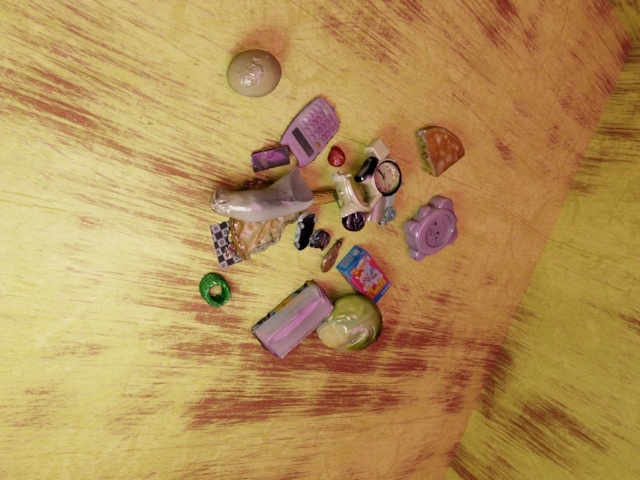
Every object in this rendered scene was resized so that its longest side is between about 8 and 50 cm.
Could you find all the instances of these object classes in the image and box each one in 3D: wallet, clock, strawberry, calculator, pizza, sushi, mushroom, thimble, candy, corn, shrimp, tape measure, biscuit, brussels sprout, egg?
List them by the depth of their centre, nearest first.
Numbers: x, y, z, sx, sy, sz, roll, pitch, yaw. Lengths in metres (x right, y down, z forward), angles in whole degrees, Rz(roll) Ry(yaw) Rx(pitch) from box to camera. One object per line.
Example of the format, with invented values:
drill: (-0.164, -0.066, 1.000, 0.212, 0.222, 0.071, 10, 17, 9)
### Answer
egg: (-0.234, -0.588, 1.466, 0.201, 0.164, 0.165, -23, 118, -24)
mushroom: (-0.222, -0.154, 1.574, 0.396, 0.126, 0.178, -21, 78, -34)
wallet: (-0.199, -0.324, 1.645, 0.156, 0.018, 0.082, -14, 123, -12)
thimble: (-0.422, 0.201, 1.666, 0.130, 0.090, 0.118, 36, 88, -36)
sushi: (-0.360, 0.012, 1.677, 0.139, 0.031, 0.201, -22, 118, -26)
biscuit: (-0.222, -0.087, 1.699, 0.334, 0.078, 0.330, -2, 100, -36)
calculator: (-0.038, -0.455, 1.724, 0.294, 0.043, 0.194, -50, 126, -14)
strawberry: (0.070, -0.365, 1.807, 0.083, 0.083, 0.097, -10, 80, -31)
clock: (0.191, -0.246, 1.820, 0.379, 0.120, 0.277, -46, 115, -19)
corn: (0.000, -0.189, 1.826, 0.207, 0.068, 0.068, -9, 112, -31)
tape measure: (0.001, -0.002, 1.904, 0.091, 0.054, 0.094, 18, 102, -39)
shrimp: (0.056, 0.070, 1.979, 0.190, 0.042, 0.101, -60, 148, -2)
brussels sprout: (0.152, 0.415, 2.009, 0.344, 0.268, 0.344, -35, 147, -28)
candy: (0.223, 0.182, 2.095, 0.157, 0.100, 0.306, -49, 126, -11)
pizza: (0.623, -0.496, 2.129, 0.268, 0.087, 0.258, -35, 119, -20)
clock: (0.600, -0.058, 2.255, 0.322, 0.113, 0.296, -32, 122, -19)

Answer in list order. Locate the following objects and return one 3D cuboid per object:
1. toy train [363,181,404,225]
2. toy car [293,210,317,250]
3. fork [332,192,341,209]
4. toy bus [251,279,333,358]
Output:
toy train: (0.288, -0.212, 1.998, 0.176, 0.116, 0.286, 2, 107, -22)
toy car: (-0.072, -0.039, 1.816, 0.095, 0.056, 0.205, -28, 147, -37)
fork: (0.096, -0.139, 1.890, 0.039, 0.021, 0.235, -49, 147, -13)
toy bus: (-0.108, 0.360, 1.894, 0.386, 0.162, 0.171, -40, 123, -17)
